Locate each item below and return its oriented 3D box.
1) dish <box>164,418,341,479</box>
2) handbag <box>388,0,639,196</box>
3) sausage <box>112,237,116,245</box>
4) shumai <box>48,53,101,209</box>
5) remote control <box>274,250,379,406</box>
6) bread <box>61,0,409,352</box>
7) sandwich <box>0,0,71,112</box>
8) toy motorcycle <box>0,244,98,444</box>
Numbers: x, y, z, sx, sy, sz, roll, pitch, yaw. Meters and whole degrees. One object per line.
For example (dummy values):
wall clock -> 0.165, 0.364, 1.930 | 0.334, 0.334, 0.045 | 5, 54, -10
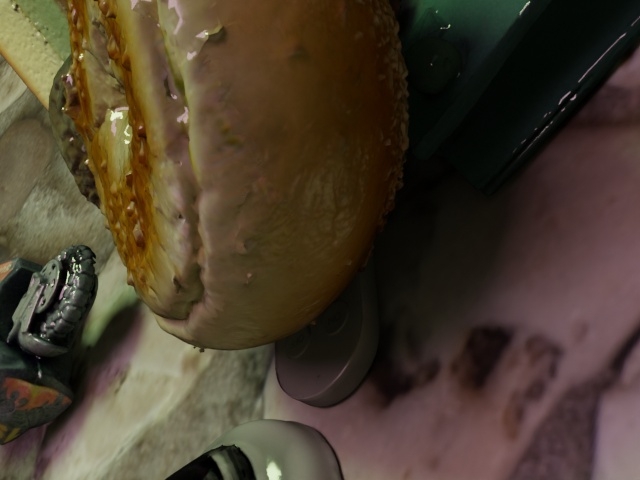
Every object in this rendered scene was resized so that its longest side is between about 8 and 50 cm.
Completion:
dish -> -0.063, 0.159, 0.574 | 0.141, 0.078, 0.141 | -33, 42, 35
handbag -> 0.108, -0.201, 0.615 | 0.274, 0.100, 0.268 | -46, 36, 18
sausage -> -0.139, -0.007, 0.854 | 0.132, 0.024, 0.024 | -6, 60, 52
shumai -> -0.136, -0.129, 0.862 | 0.209, 0.162, 0.153 | -61, 6, 33
remote control -> 0.000, 0.000, 0.668 | 0.077, 0.022, 0.244 | -33, 42, 30
bread -> -0.052, -0.084, 0.569 | 0.305, 0.159, 0.305 | 51, 150, 45
sandwich -> -0.256, -0.210, 1.024 | 0.108, 0.186, 0.220 | -37, 39, 33
toy motorcycle -> -0.291, 0.096, 0.901 | 0.307, 0.108, 0.173 | -14, 59, 50
